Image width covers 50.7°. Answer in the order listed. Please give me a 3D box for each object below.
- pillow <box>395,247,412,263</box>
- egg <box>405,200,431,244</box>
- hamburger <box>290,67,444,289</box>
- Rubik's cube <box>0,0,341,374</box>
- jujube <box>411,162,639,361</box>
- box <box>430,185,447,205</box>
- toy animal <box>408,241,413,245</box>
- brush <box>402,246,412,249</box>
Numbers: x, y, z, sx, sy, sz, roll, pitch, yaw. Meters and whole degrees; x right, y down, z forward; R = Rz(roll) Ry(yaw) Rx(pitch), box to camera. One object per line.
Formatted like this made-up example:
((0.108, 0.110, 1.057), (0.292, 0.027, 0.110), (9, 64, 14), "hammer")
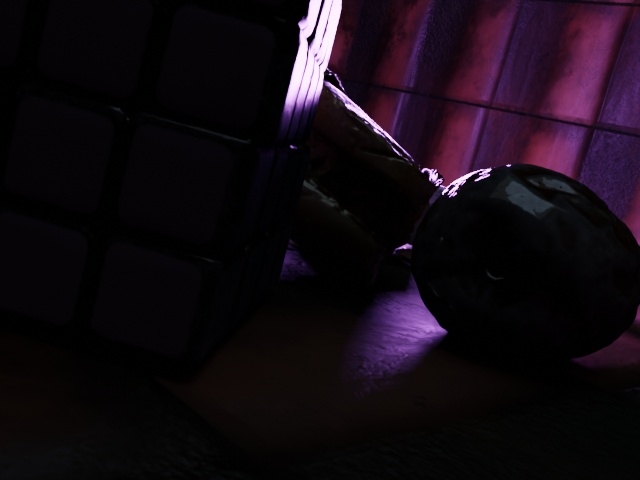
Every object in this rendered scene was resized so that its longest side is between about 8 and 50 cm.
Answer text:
((0.240, 0.046, 1.253), (0.135, 0.034, 0.211), (19, 7, 41), "pillow")
((0.092, -0.068, 1.232), (0.236, 0.169, 0.169), (8, 11, -22), "egg")
((0.029, -0.096, 0.954), (0.277, 0.195, 0.318), (42, 12, 3), "hamburger")
((-0.181, -0.126, 0.595), (0.343, 0.337, 0.344), (15, 10, 1), "Rubik's cube")
((0.256, 0.025, 0.808), (0.246, 0.215, 0.308), (21, 9, 29), "jujube")
((0.364, -0.012, 1.471), (0.369, 0.112, 0.190), (19, -15, 28), "box")
((0.188, -0.018, 1.357), (0.218, 0.103, 0.101), (14, 40, -5), "toy animal")
((0.254, 0.028, 1.416), (0.178, 0.030, 0.033), (12, 19, -24), "brush")
